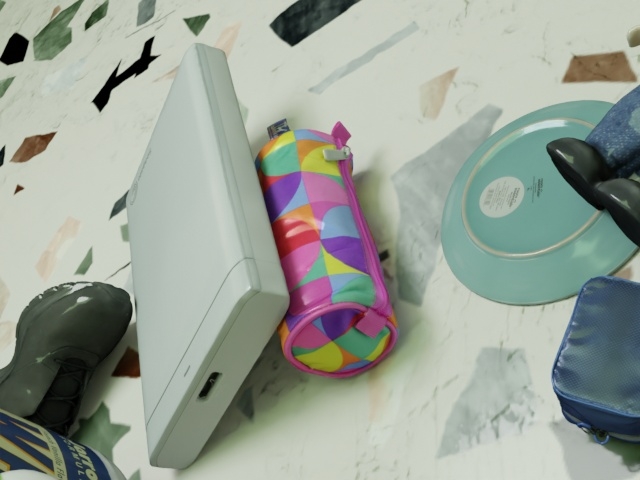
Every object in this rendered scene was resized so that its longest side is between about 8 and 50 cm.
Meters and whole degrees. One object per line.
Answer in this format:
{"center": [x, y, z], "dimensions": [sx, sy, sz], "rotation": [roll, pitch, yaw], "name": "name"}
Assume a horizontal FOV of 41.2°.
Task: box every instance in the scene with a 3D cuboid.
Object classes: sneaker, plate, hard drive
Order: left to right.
{"center": [-0.286, 0.160, 0.883], "dimensions": [0.286, 0.109, 0.130], "rotation": [-46, 46, 19], "name": "sneaker"}
{"center": [-0.125, 0.001, 0.815], "dimensions": [0.233, 0.047, 0.353], "rotation": [-59, 32, 34], "name": "hard drive"}
{"center": [0.172, -0.038, 0.665], "dimensions": [0.188, 0.024, 0.188], "rotation": [-23, 48, 28], "name": "plate"}

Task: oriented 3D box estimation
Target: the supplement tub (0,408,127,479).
{"center": [-0.285, 0.238, 0.635], "dimensions": [0.235, 0.325, 0.235], "rotation": [-24, 47, 28], "name": "supplement tub"}

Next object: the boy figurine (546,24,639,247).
{"center": [0.293, -0.113, 0.552], "dimensions": [0.285, 0.092, 0.177], "rotation": [-42, 55, 8], "name": "boy figurine"}

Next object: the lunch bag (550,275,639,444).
{"center": [0.187, 0.079, 0.532], "dimensions": [0.067, 0.065, 0.098], "rotation": [16, 70, 31], "name": "lunch bag"}

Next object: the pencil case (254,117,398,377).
{"center": [0.000, 0.000, 0.736], "dimensions": [0.104, 0.104, 0.236], "rotation": [-31, 46, 21], "name": "pencil case"}

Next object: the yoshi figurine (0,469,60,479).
{"center": [-0.103, 0.232, 0.448], "dimensions": [0.203, 0.362, 0.203], "rotation": [-14, 51, 34], "name": "yoshi figurine"}
